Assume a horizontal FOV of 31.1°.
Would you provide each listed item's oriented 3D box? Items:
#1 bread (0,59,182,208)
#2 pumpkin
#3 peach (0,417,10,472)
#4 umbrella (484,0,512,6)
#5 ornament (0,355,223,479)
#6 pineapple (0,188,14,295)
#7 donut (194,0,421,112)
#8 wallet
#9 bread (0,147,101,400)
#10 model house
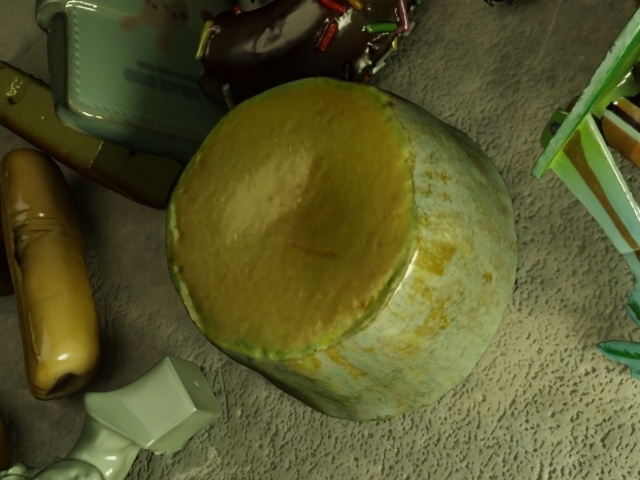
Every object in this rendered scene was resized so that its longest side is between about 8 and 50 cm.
[{"bbox_3d":[-0.330,-0.150,1.411,0.361,0.138,0.077,29,89,36],"label":"bread"},{"bbox_3d":[0.000,0.000,1.115,0.332,0.199,0.332,-12,69,33],"label":"pumpkin"},{"bbox_3d":[-0.444,0.261,1.368,0.179,0.103,0.179,-12,65,28],"label":"peach"},{"bbox_3d":[0.189,-0.398,1.189,0.094,0.090,0.326,3,74,11],"label":"umbrella"},{"bbox_3d":[-0.235,0.232,1.226,0.285,0.130,0.120,-42,65,-10],"label":"ornament"},{"bbox_3d":[-0.461,0.001,1.479,0.186,0.114,0.236,37,106,35],"label":"pineapple"},{"bbox_3d":[-0.016,-0.305,1.263,0.259,0.136,0.345,-13,68,27],"label":"donut"},{"bbox_3d":[-0.203,-0.258,1.308,0.083,0.252,0.360,-33,55,46],"label":"wallet"},{"bbox_3d":[-0.320,0.039,1.358,0.091,0.142,0.305,-10,63,-14],"label":"bread"},{"bbox_3d":[0.372,-0.057,0.941,0.323,0.340,0.300,40,56,13],"label":"model house"}]
